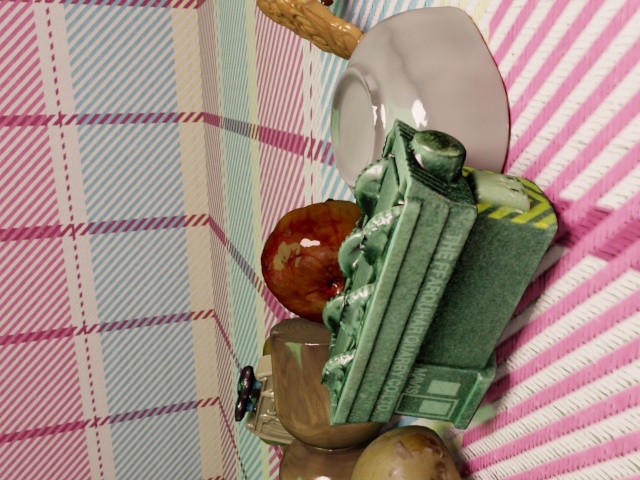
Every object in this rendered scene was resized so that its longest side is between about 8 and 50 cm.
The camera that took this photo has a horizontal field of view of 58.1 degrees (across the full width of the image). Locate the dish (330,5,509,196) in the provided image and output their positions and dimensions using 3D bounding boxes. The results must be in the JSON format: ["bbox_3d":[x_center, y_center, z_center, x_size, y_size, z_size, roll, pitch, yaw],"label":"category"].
[{"bbox_3d":[0.086,-0.127,0.647,0.256,0.117,0.257,175,90,-71],"label":"dish"}]

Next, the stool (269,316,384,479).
[{"bbox_3d":[0.020,0.252,0.851,0.179,0.179,0.265,-169,75,-71],"label":"stool"}]

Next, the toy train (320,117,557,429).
[{"bbox_3d":[0.102,0.051,0.565,0.139,0.178,0.331,-88,10,-54],"label":"toy train"}]

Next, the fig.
[{"bbox_3d":[0.028,0.018,0.878,0.290,0.190,0.191,-26,-66,-72],"label":"fig"}]

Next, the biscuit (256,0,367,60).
[{"bbox_3d":[-0.012,-0.312,0.834,0.250,0.162,0.035,36,92,35],"label":"biscuit"}]

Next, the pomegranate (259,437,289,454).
[{"bbox_3d":[-0.082,0.390,1.289,0.169,0.148,0.149,66,-174,-59],"label":"pomegranate"}]

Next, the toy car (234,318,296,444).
[{"bbox_3d":[-0.046,0.253,1.099,0.198,0.204,0.248,-81,4,-47],"label":"toy car"}]

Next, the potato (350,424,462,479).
[{"bbox_3d":[0.114,0.336,0.630,0.165,0.164,0.263,107,158,-48],"label":"potato"}]

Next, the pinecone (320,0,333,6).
[{"bbox_3d":[-0.013,-0.415,0.822,0.165,0.162,0.163,85,168,-52],"label":"pinecone"}]
